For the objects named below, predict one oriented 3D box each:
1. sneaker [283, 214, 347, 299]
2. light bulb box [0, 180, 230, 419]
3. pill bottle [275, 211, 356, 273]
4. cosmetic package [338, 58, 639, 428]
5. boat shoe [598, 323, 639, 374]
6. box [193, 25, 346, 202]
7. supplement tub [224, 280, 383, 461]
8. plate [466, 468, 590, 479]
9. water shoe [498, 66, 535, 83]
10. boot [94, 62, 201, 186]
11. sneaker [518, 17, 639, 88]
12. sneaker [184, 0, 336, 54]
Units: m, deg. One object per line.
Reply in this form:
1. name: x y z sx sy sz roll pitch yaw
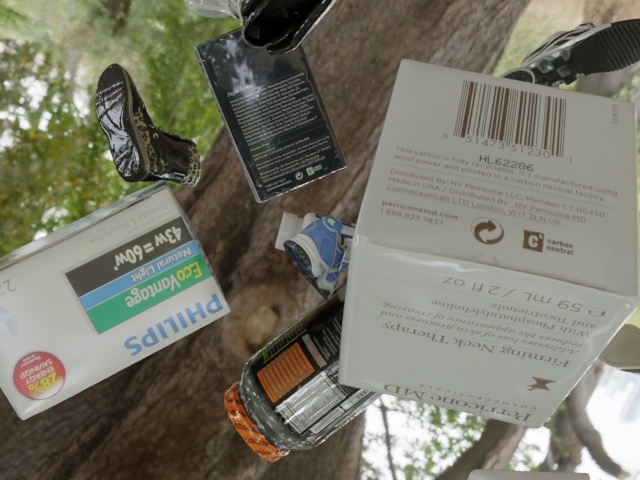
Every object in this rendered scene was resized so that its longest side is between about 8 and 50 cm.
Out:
1. sneaker: 0.007 0.027 1.061 0.080 0.081 0.211 45 171 14
2. light bulb box: -0.371 0.073 1.219 0.225 0.358 0.361 64 171 -11
3. pill bottle: 0.000 0.000 1.577 0.186 0.112 0.112 16 -178 -5
4. cosmetic package: 0.221 0.018 1.025 0.329 0.327 0.394 11 146 6
5. boat shoe: 0.764 0.265 1.648 0.096 0.116 0.324 32 168 -13
6. box: -0.159 -0.424 2.196 0.480 0.297 0.472 -113 0 -73
7. supplement tub: 0.001 0.242 1.321 0.207 0.338 0.207 51 -173 -8
8. plate: 0.392 0.586 1.404 0.278 0.277 0.045 8 -168 -17
9. water shoe: 0.368 -0.290 1.521 0.073 0.203 0.080 41 -157 -5
10. boot: -0.327 -0.210 1.368 0.178 0.085 0.236 7 -118 -59
11. sneaker: 0.607 -0.451 1.655 0.330 0.146 0.122 -15 132 35
12. sneaker: -0.129 -0.437 1.237 0.447 0.257 0.169 -2 138 41
